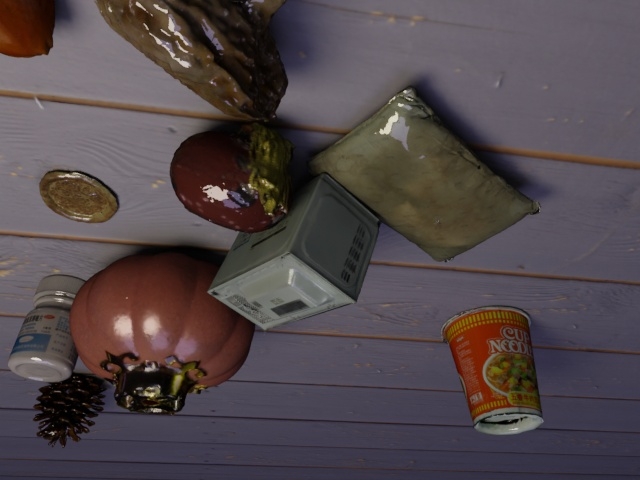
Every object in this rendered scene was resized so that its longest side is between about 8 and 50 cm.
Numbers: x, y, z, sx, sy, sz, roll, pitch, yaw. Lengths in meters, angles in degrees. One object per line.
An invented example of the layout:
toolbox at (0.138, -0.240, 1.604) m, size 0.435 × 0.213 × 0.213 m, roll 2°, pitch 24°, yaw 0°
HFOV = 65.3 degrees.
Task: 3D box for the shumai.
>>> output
shumai at (-0.083, -0.219, 0.460) m, size 0.175 × 0.166 × 0.206 m, roll -52°, pitch 159°, yaw 4°

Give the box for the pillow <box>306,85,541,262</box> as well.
pillow at (0.149, -0.070, 0.688) m, size 0.302 × 0.074 × 0.185 m, roll 31°, pitch 134°, yaw -31°

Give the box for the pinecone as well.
pinecone at (-0.626, 0.425, 1.235) m, size 0.163 × 0.165 × 0.163 m, roll 3°, pitch 144°, yaw 2°

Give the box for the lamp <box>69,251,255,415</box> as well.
lamp at (-0.263, 0.161, 0.841) m, size 0.306 × 0.239 × 0.305 m, roll 0°, pitch 143°, yaw 0°

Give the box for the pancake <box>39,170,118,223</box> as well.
pancake at (-0.357, -0.063, 0.738) m, size 0.115 × 0.011 × 0.115 m, roll -2°, pitch 143°, yaw -1°

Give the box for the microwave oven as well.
microwave oven at (-0.037, 0.028, 0.703) m, size 0.122 × 0.162 × 0.208 m, roll 38°, pitch 142°, yaw -23°

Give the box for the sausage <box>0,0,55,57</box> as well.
sausage at (-0.334, -0.279, 0.398) m, size 0.083 × 0.089 × 0.300 m, roll -7°, pitch 142°, yaw 18°

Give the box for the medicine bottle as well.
medicine bottle at (-0.474, 0.157, 0.890) m, size 0.105 × 0.168 × 0.105 m, roll 0°, pitch 142°, yaw 0°

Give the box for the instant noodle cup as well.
instant noodle cup at (0.356, 0.271, 1.018) m, size 0.193 × 0.212 × 0.193 m, roll 0°, pitch 142°, yaw 0°

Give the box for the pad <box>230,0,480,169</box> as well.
pad at (0.045, -0.196, 0.379) m, size 0.250 × 0.055 × 0.323 m, roll -11°, pitch 105°, yaw 5°

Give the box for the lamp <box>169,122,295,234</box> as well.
lamp at (-0.103, -0.083, 0.624) m, size 0.157 × 0.134 × 0.156 m, roll 22°, pitch -179°, yaw -2°
